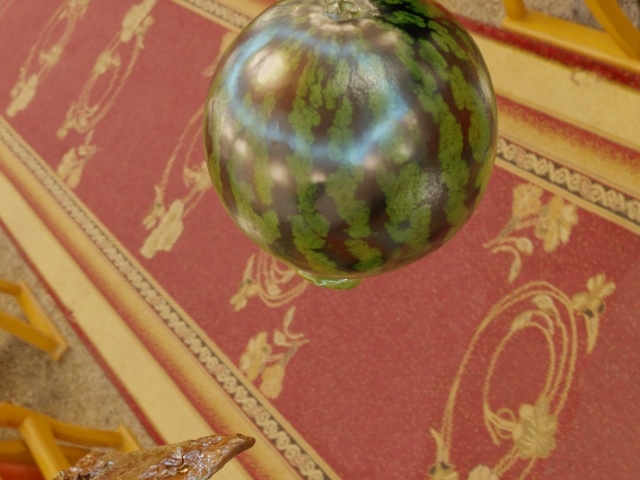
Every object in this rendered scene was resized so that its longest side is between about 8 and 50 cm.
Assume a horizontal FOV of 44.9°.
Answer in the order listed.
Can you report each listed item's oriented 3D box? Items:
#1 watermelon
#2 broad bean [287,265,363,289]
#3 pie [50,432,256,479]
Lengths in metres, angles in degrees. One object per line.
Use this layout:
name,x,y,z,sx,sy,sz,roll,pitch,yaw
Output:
watermelon,0.030,-0.105,0.747,0.285,0.285,0.285,-16,58,28
broad bean,0.000,0.000,1.059,0.124,0.082,0.174,-29,52,-26
pie,-0.129,0.156,0.500,0.191,0.088,0.033,-20,85,45
